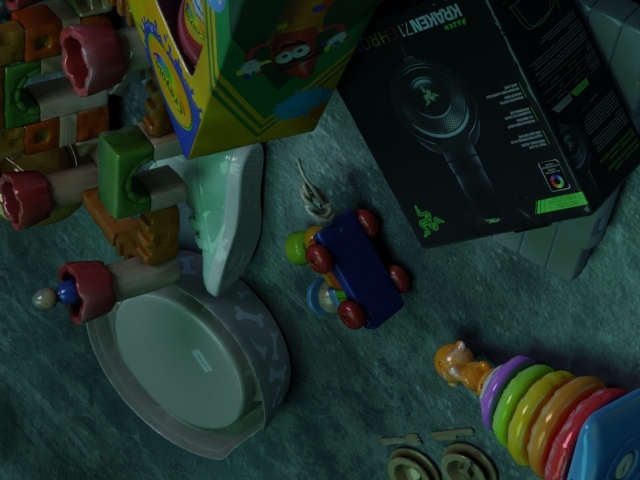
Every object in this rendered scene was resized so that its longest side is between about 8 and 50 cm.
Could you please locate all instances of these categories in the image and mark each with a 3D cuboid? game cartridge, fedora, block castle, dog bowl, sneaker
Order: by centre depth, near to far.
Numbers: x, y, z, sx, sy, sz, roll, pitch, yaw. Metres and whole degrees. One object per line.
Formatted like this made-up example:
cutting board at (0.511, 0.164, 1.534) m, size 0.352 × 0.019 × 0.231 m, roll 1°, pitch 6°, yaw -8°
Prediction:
game cartridge at (0.240, -0.137, 1.599) m, size 0.230 × 0.068 × 0.355 m, roll 27°, pitch 136°, yaw 17°
block castle at (-0.327, -0.146, 1.887) m, size 0.303 × 0.212 × 0.453 m, roll 49°, pitch 144°, yaw 38°
sneaker at (-0.164, -0.051, 1.996) m, size 0.151 × 0.094 × 0.256 m, roll 24°, pitch 126°, yaw 20°
fedora at (-0.428, -0.111, 2.168) m, size 0.194 × 0.194 × 0.079 m, roll 43°, pitch 177°, yaw 5°
dog bowl at (-0.194, 0.166, 2.194) m, size 0.348 × 0.102 × 0.349 m, roll 23°, pitch 135°, yaw 26°

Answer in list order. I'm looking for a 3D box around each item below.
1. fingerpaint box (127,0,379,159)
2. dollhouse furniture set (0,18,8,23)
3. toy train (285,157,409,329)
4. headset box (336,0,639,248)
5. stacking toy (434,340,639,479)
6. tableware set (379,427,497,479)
fingerpaint box at (-0.110, -0.364, 1.444) m, size 0.371 × 0.163 × 0.445 m, roll 122°, pitch 130°, yaw -64°
dollhouse furniture set at (-0.499, -0.337, 2.071) m, size 0.129 × 0.129 × 0.184 m, roll 25°, pitch 165°, yaw 26°
toy train at (0.000, 0.000, 1.900) m, size 0.143 × 0.105 × 0.248 m, roll -5°, pitch 118°, yaw 59°
headset box at (0.170, -0.140, 1.513) m, size 0.246 × 0.131 × 0.283 m, roll -11°, pitch 113°, yaw 47°
stacking toy at (0.261, 0.211, 1.807) m, size 0.302 × 0.165 × 0.175 m, roll 29°, pitch 123°, yaw 37°
tableware set at (0.167, 0.337, 2.059) m, size 0.194 × 0.039 × 0.128 m, roll -15°, pitch 111°, yaw 47°
